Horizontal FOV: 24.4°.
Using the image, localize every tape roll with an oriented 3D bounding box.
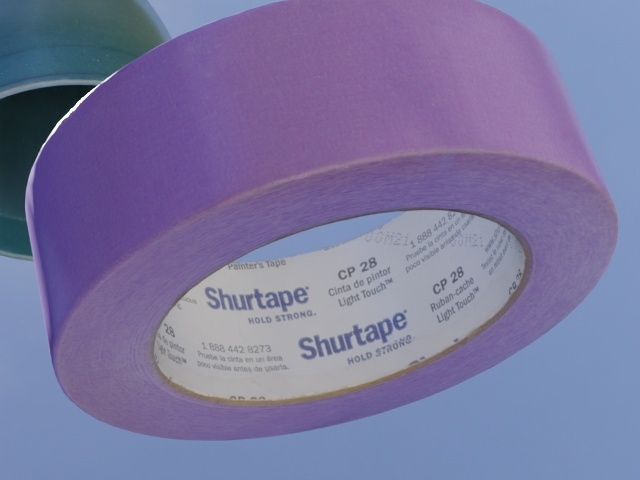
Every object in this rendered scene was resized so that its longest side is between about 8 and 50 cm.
[{"bbox_3d":[0.000,0.000,0.721,0.275,0.274,0.090,22,-136,-50],"label":"tape roll"}]

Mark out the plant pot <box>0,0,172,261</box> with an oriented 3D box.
[{"bbox_3d":[-0.260,-0.160,1.464,0.271,0.271,0.255,33,-145,-46],"label":"plant pot"}]
